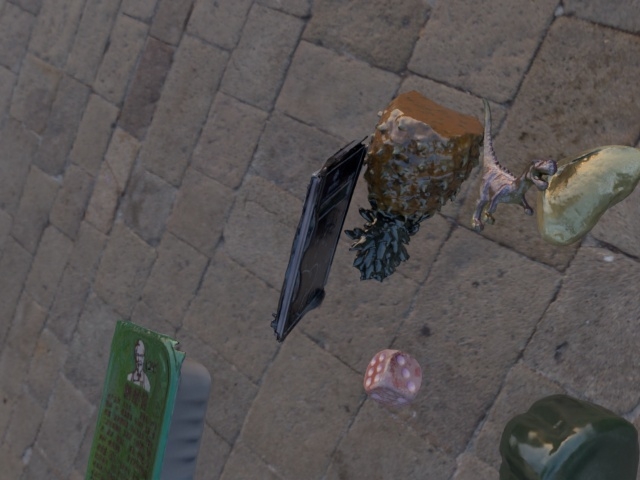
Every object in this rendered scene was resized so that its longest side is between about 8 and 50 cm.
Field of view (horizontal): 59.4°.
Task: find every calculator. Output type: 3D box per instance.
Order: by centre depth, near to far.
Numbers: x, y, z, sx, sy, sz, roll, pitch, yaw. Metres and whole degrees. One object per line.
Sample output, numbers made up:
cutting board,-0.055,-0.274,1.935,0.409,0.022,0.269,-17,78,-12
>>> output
calculator,0.001,0.000,0.758,0.028,0.165,0.274,25,123,16

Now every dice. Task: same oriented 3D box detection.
dice,0.153,0.289,1.179,0.094,0.091,0.093,-45,20,50

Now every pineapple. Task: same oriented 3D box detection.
pineapple,0.121,-0.060,0.805,0.157,0.157,0.279,36,128,27

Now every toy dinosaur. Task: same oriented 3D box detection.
toy dinosaur,0.331,-0.123,1.040,0.251,0.072,0.200,-99,24,-58

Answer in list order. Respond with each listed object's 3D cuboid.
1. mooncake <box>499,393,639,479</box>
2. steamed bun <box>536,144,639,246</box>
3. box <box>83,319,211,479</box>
mooncake,0.309,0.278,0.701,0.168,0.175,0.104,-58,25,-8
steamed bun,0.486,-0.097,1.083,0.212,0.110,0.231,-57,13,-24
box,-0.278,0.316,0.930,0.264,0.106,0.337,5,82,49
